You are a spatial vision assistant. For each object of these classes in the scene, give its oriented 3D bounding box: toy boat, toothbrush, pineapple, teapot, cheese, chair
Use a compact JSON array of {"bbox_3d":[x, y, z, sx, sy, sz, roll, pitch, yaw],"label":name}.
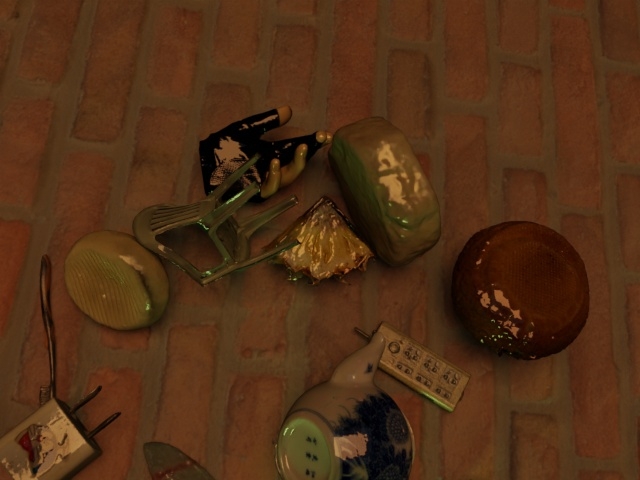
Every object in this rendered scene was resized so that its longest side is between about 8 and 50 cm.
[{"bbox_3d":[-0.250,0.500,1.285,0.206,0.096,0.282,-12,59,-18],"label":"toy boat"},{"bbox_3d":[-0.545,0.179,1.384,0.031,0.023,0.320,-3,71,-12],"label":"toothbrush"},{"bbox_3d":[0.000,0.000,1.457,0.237,0.114,0.186,-1,97,-15],"label":"pineapple"},{"bbox_3d":[0.070,0.382,1.289,0.280,0.252,0.423,4,88,-44],"label":"teapot"},{"bbox_3d":[0.126,-0.106,1.431,0.115,0.317,0.326,-24,41,-10],"label":"cheese"},{"bbox_3d":[-0.203,-0.038,1.378,0.275,0.203,0.190,-30,119,13],"label":"chair"}]

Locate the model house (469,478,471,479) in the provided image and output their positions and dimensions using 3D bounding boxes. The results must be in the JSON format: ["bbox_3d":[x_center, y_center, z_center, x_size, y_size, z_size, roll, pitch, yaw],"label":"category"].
[{"bbox_3d":[0.240,0.550,1.229,0.294,0.154,0.207,-29,51,-7],"label":"model house"}]

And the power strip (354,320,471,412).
[{"bbox_3d":[0.185,0.253,1.443,0.268,0.034,0.092,32,70,5],"label":"power strip"}]

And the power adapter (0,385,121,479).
[{"bbox_3d":[-0.468,0.358,1.273,0.205,0.125,0.130,-40,78,-18],"label":"power adapter"}]

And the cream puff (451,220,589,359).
[{"bbox_3d":[0.405,0.106,1.435,0.303,0.212,0.302,6,63,-12],"label":"cream puff"}]

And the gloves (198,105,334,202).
[{"bbox_3d":[-0.119,-0.188,1.500,0.301,0.152,0.197,-14,77,14],"label":"gloves"}]

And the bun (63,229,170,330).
[{"bbox_3d":[-0.393,0.071,1.379,0.222,0.222,0.127,27,29,3],"label":"bun"}]
